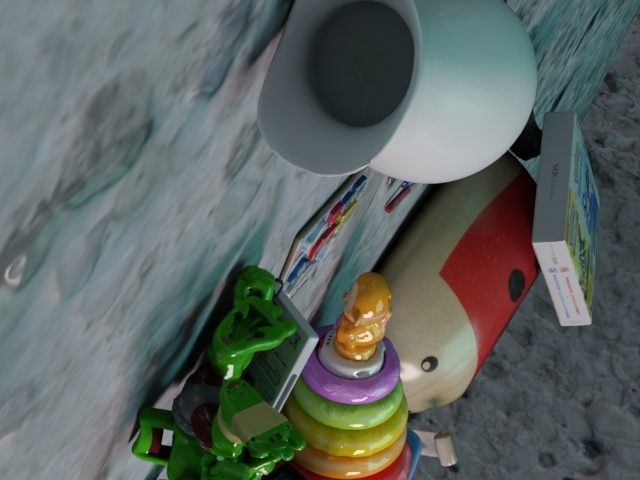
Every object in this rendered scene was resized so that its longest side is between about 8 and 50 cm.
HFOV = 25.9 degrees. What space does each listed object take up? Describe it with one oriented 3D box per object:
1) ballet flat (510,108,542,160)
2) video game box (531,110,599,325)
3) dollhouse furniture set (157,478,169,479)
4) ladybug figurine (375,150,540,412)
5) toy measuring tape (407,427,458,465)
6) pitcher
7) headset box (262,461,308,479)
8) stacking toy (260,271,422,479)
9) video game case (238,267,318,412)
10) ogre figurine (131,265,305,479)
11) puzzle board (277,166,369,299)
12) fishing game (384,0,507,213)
[{"bbox_3d":[0.249,-0.158,1.737,0.049,0.057,0.173,-50,152,-10],"label":"ballet flat"},{"bbox_3d":[0.312,-0.027,1.751,0.187,0.048,0.205,58,35,-48],"label":"video game box"},{"bbox_3d":[-0.230,0.359,0.982,0.303,0.173,0.356,6,90,-77],"label":"dollhouse furniture set"},{"bbox_3d":[0.173,0.056,1.759,0.449,0.161,0.305,-51,167,-41],"label":"ladybug figurine"},{"bbox_3d":[0.051,0.261,1.742,0.121,0.121,0.330,-56,-163,-14],"label":"toy measuring tape"},{"bbox_3d":[0.055,-0.121,0.796,0.207,0.125,0.178,-4,109,-65],"label":"pitcher"},{"bbox_3d":[-0.102,0.399,1.377,0.246,0.131,0.283,-32,154,-43],"label":"headset box"},{"bbox_3d":[0.028,0.150,1.425,0.175,0.165,0.302,-63,165,-48],"label":"stacking toy"},{"bbox_3d":[-0.050,0.093,1.005,0.011,0.087,0.122,11,116,-38],"label":"video game case"},{"bbox_3d":[-0.067,0.118,0.928,0.118,0.096,0.197,-56,-141,41],"label":"ogre figurine"},{"bbox_3d":[0.000,0.000,1.161,0.128,0.011,0.096,-48,165,-47],"label":"puzzle board"},{"bbox_3d":[0.145,-0.144,1.379,0.189,0.041,0.264,-46,165,-43],"label":"fishing game"}]
